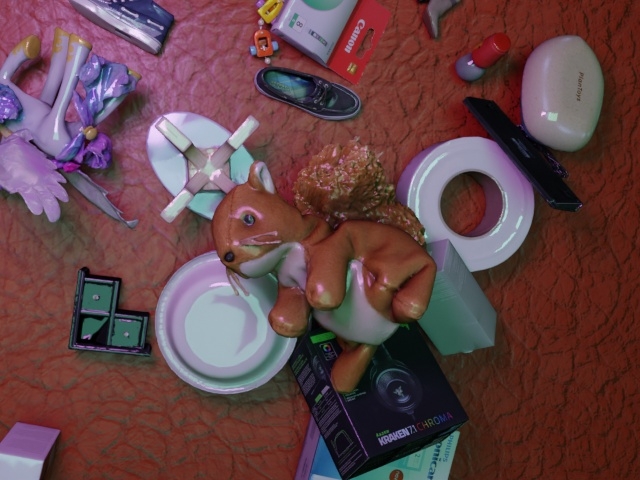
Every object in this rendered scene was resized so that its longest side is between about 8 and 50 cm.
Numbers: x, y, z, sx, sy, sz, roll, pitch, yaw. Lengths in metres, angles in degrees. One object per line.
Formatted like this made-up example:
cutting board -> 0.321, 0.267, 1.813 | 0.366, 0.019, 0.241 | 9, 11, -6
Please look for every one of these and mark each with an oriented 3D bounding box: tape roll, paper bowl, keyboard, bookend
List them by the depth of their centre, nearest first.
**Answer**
paper bowl -> -0.183, 0.160, 1.379 | 0.284, 0.148, 0.284 | 0, 93, -1
bookend -> -0.406, 0.142, 1.391 | 0.157, 0.072, 0.156 | 9, 92, -11
keyboard -> 0.429, -0.181, 1.454 | 0.202, 0.033, 0.317 | -2, 52, -43
tape roll -> 0.307, -0.079, 1.495 | 0.286, 0.100, 0.286 | -1, 93, -10

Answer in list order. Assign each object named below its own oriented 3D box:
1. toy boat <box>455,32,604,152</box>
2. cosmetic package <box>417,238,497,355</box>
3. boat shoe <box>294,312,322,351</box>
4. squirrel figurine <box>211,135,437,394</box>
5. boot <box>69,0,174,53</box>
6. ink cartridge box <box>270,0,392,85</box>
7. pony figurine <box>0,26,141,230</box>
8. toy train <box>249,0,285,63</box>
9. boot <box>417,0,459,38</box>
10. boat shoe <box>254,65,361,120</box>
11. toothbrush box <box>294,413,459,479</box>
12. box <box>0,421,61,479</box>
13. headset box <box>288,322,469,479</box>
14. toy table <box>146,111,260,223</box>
toy boat -> 0.450, -0.338, 1.489 | 0.318, 0.148, 0.267 | 22, 72, -15
cosmetic package -> 0.258, 0.122, 1.440 | 0.127, 0.107, 0.238 | -16, 127, 31
boat shoe -> -0.019, 0.204, 1.477 | 0.065, 0.075, 0.206 | -6, 96, -35
squirrel figurine -> 0.000, 0.000, 1.255 | 0.370, 0.281, 0.397 | 30, 48, -4
boot -> -0.386, -0.449, 1.366 | 0.190, 0.069, 0.086 | 28, 81, -19
ink cartridge box -> 0.035, -0.446, 1.416 | 0.225, 0.056, 0.181 | 27, 89, -25
pony figurine -> -0.489, -0.189, 1.282 | 0.351, 0.303, 0.363 | 31, 91, 21
toy train -> -0.077, -0.439, 1.432 | 0.166, 0.046, 0.125 | -20, 112, -13
boot -> 0.257, -0.499, 1.488 | 0.087, 0.042, 0.118 | -22, 98, -11
boat shoe -> -0.021, -0.306, 1.431 | 0.229, 0.076, 0.080 | 19, 90, -11
toothbrush box -> 0.116, 0.461, 1.481 | 0.296, 0.126, 0.216 | 15, 90, -12
box -> -0.568, 0.440, 1.330 | 0.091, 0.170, 0.130 | 14, 92, -11
headset box -> 0.105, 0.283, 1.373 | 0.246, 0.131, 0.283 | -10, 58, -30
toy table -> -0.221, -0.140, 1.364 | 0.274, 0.161, 0.252 | 31, 88, -12
